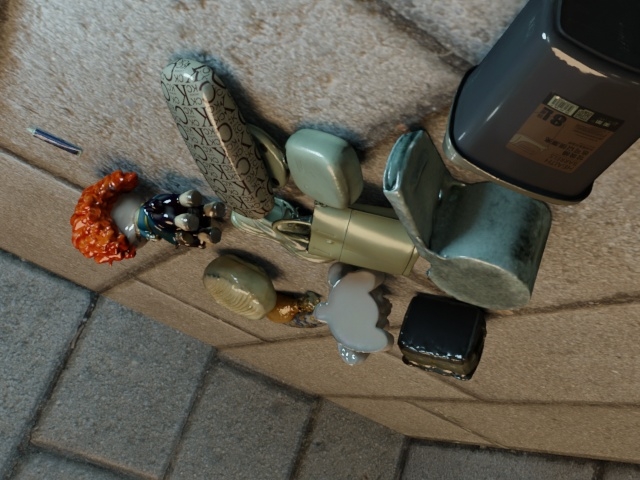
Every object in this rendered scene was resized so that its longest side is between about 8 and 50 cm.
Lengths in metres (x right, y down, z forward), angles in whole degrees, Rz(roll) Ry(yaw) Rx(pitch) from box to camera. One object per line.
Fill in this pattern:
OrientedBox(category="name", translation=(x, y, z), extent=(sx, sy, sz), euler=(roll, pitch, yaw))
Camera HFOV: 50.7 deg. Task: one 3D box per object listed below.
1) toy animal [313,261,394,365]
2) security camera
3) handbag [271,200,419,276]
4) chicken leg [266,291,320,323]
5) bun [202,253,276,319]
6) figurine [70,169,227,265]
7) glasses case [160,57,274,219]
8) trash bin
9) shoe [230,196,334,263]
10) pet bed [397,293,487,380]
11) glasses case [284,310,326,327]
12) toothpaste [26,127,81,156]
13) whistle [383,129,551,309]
OrientedBox(category="toy animal", translation=(0.092, 0.187, 1.816), extent=(0.206, 0.271, 0.265), euler=(-11, 178, 5))
OrientedBox(category="security camera", translation=(-0.054, -0.157, 1.290), extent=(0.301, 0.080, 0.157), euler=(20, 148, 31))
OrientedBox(category="handbag", translation=(0.058, -0.022, 1.420), extent=(0.315, 0.109, 0.241), euler=(13, 156, 1))
OrientedBox(category="chicken leg", translation=(-0.095, 0.211, 2.181), extent=(0.107, 0.087, 0.251), euler=(41, 146, -26))
OrientedBox(category="bun", translation=(-0.231, 0.135, 2.039), extent=(0.239, 0.141, 0.239), euler=(25, 154, 13))
OrientedBox(category="figurine", translation=(-0.439, -0.052, 1.724), extent=(0.412, 0.241, 0.306), euler=(1, -179, 2))
OrientedBox(category="glasses case", translation=(-0.186, -0.178, 1.257), extent=(0.137, 0.085, 0.354), euler=(22, 148, 37))
OrientedBox(category="trash bin", translation=(0.285, -0.170, 0.830), extent=(0.209, 0.182, 0.290), euler=(23, 153, -3))
OrientedBox(category="shoe", translation=(-0.072, -0.035, 1.561), extent=(0.275, 0.103, 0.098), euler=(22, 147, -6))
OrientedBox(category="pet bed", translation=(0.328, 0.262, 1.791), extent=(0.211, 0.183, 0.159), euler=(9, 154, 26))
OrientedBox(category="glasses case", translation=(-0.059, 0.259, 2.279), extent=(0.087, 0.065, 0.248), euler=(34, 154, -28))
OrientedBox(category="toothpaste", translation=(-0.662, -0.246, 1.680), extent=(0.140, 0.021, 0.037), euler=(26, 157, -18))
OrientedBox(category="whistle", translation=(0.249, -0.025, 1.212), extent=(0.405, 0.168, 0.188), euler=(32, 155, -17))
